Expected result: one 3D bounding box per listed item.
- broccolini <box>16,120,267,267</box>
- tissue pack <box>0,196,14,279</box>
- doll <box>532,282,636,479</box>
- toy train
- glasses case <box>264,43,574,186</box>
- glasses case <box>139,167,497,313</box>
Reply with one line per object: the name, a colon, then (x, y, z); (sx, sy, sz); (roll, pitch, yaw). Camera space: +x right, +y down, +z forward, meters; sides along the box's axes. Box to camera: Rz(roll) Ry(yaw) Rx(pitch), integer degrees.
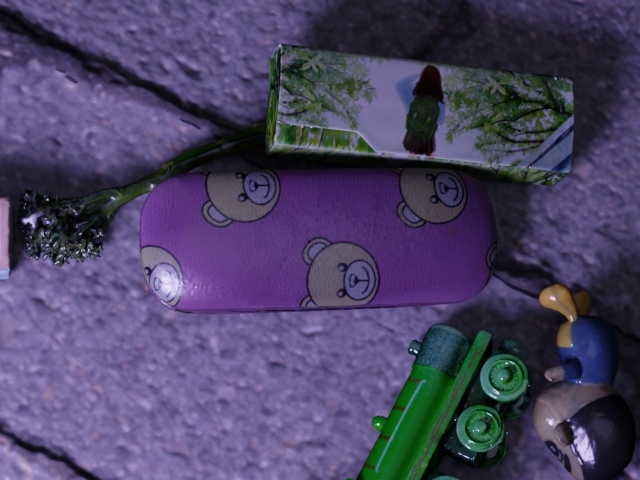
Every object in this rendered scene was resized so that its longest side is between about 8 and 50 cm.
broccolini: (-0.145, -0.049, 1.689); (0.254, 0.071, 0.057); (-25, 44, -12)
tissue pack: (-0.309, -0.002, 1.649); (0.094, 0.059, 0.074); (1, 77, -7)
doll: (0.223, 0.131, 1.676); (0.089, 0.102, 0.179); (-19, 71, 27)
toy train: (0.092, 0.184, 1.652); (0.119, 0.085, 0.251); (22, 69, 14)
glasses case: (0.089, -0.112, 1.721); (0.272, 0.062, 0.095); (5, 75, -13)
glasses case: (0.000, 0.000, 1.680); (0.316, 0.076, 0.123); (-2, 82, -12)
